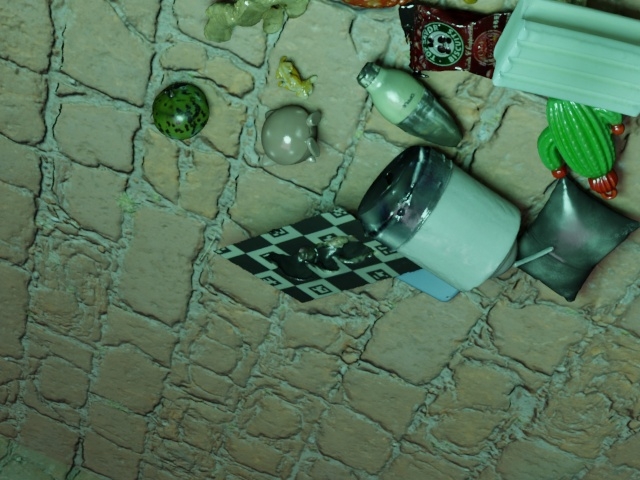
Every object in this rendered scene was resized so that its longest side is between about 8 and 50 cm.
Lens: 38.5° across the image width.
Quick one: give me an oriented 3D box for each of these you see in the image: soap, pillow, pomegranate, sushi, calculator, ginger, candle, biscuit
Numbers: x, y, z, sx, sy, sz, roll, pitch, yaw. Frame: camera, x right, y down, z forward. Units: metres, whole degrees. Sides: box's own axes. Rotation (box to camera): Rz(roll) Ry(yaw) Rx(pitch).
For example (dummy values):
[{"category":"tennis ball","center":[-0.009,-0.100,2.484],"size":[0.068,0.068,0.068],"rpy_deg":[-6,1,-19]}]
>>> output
[{"category":"soap","center":[0.441,-0.309,1.540],"size":[0.266,0.087,0.159],"rpy_deg":[11,151,-4]},{"category":"pillow","center":[0.494,0.000,1.842],"size":[0.186,0.106,0.250],"rpy_deg":[32,131,4]},{"category":"pomegranate","center":[-0.289,-0.259,1.920],"size":[0.122,0.122,0.161],"rpy_deg":[14,157,10]},{"category":"sushi","center":[0.000,0.000,2.040],"size":[0.373,0.100,0.296],"rpy_deg":[-19,141,38]},{"category":"calculator","center":[0.235,0.064,2.048],"size":[0.210,0.039,0.121],"rpy_deg":[27,136,-4]},{"category":"ginger","center":[-0.121,-0.426,1.713],"size":[0.149,0.065,0.259],"rpy_deg":[17,152,-30]},{"category":"candle","center":[0.262,-0.028,1.830],"size":[0.343,0.221,0.221],"rpy_deg":[34,134,-11]},{"category":"biscuit","center":[0.257,-0.354,1.645],"size":[0.235,0.063,0.151],"rpy_deg":[9,132,15]}]

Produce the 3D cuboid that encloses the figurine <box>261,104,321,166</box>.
[{"category":"figurine","center":[-0.061,-0.212,1.865],"size":[0.138,0.125,0.125],"rpy_deg":[-5,129,38]}]

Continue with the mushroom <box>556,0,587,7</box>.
[{"category":"mushroom","center":[0.405,-0.405,1.538],"size":[0.084,0.067,0.083],"rpy_deg":[13,140,11]}]

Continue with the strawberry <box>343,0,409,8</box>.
[{"category":"strawberry","center":[0.090,-0.455,1.561],"size":[0.236,0.106,0.175],"rpy_deg":[-20,138,24]}]

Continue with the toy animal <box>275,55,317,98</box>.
[{"category":"toy animal","center":[-0.047,-0.319,1.816],"size":[0.083,0.081,0.060],"rpy_deg":[14,139,-44]}]

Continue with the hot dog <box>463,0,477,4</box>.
[{"category":"hot dog","center":[0.272,-0.464,1.565],"size":[0.044,0.028,0.137],"rpy_deg":[29,136,4]}]

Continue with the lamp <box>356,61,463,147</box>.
[{"category":"lamp","center":[0.174,-0.254,1.740],"size":[0.250,0.101,0.101],"rpy_deg":[33,134,-17]}]

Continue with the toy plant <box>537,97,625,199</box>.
[{"category":"toy plant","center":[0.480,-0.176,1.700],"size":[0.155,0.088,0.240],"rpy_deg":[6,133,16]}]
